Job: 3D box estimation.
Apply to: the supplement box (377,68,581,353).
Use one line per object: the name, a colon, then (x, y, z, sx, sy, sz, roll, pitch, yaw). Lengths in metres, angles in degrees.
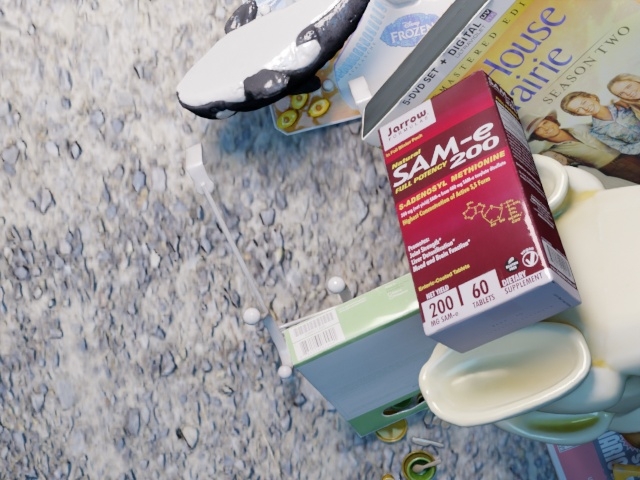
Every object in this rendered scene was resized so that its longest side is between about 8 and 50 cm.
supplement box: (0.144, -0.030, 0.834, 0.130, 0.239, 0.073, -28, 144, 27)

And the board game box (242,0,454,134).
board game box: (0.087, -0.359, 1.056, 0.389, 0.050, 0.390, -14, 100, 3)

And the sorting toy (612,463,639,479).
sorting toy: (0.533, 0.323, 1.063, 0.347, 0.047, 0.196, -12, 125, 36)

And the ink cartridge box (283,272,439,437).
ink cartridge box: (0.078, 0.150, 1.089, 0.171, 0.056, 0.235, -26, 142, 7)

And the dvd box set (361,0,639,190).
dvd box set: (0.299, -0.134, 0.945, 0.420, 0.062, 0.307, 22, 141, -21)

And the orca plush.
orca plush: (-0.029, -0.226, 1.031, 0.287, 0.151, 0.102, -45, 142, -1)

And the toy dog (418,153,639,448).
toy dog: (0.321, 0.084, 0.988, 0.395, 0.408, 0.285, -20, 59, 19)

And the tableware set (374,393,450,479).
tableware set: (0.118, 0.271, 1.183, 0.104, 0.024, 0.154, 15, 100, -2)

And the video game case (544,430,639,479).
video game case: (0.467, 0.300, 1.186, 0.285, 0.025, 0.204, -22, 99, 4)

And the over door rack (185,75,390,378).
over door rack: (0.000, 0.000, 1.069, 0.239, 0.108, 0.324, -21, 110, 3)
